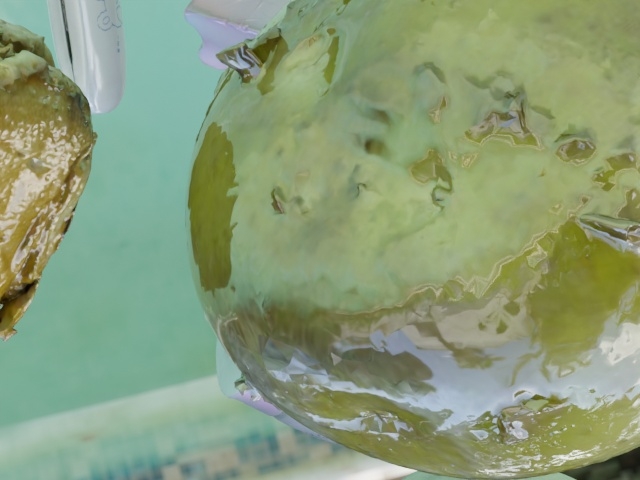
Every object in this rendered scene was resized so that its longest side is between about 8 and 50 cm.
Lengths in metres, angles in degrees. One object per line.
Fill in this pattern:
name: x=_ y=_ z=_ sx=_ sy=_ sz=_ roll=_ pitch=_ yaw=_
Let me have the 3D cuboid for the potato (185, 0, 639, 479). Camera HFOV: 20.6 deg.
potato: x=0.090 y=-0.016 z=1.193 sx=0.442 sy=0.385 sz=0.319 roll=4 pitch=-147 yaw=46

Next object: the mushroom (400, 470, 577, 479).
mushroom: x=0.186 y=0.367 z=1.953 sx=0.315 sy=0.315 sz=0.356 roll=-19 pitch=-178 yaw=17

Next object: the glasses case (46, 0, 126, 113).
glasses case: x=-0.261 y=-0.256 z=1.950 sx=0.059 sy=0.233 sz=0.092 roll=-2 pitch=-169 yaw=26

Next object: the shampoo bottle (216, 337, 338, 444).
shampoo bottle: x=0.038 y=0.074 z=1.808 sx=0.266 sy=0.273 sz=0.273 roll=16 pitch=159 yaw=-15

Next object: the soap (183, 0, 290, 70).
soap: x=0.011 y=-0.320 z=2.038 sx=0.193 sy=0.324 sz=0.109 roll=21 pitch=150 yaw=25

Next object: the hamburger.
hamburger: x=-0.322 y=-0.041 z=1.355 sx=0.318 sy=0.158 sz=0.319 roll=-31 pitch=141 yaw=-30
